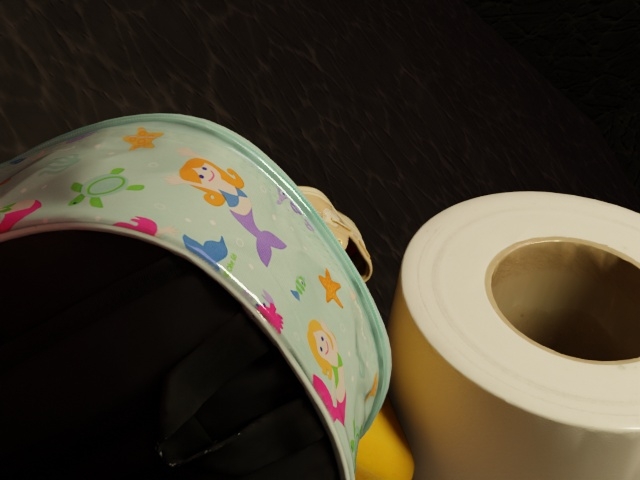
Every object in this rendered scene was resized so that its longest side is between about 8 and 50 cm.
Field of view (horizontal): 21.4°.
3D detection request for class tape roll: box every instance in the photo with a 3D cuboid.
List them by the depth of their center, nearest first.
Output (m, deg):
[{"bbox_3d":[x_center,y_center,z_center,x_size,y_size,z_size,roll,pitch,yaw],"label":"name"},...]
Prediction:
[{"bbox_3d":[0.159,0.102,1.159,0.246,0.169,0.246,7,37,-5],"label":"tape roll"}]

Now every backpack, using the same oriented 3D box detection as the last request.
[{"bbox_3d":[-0.097,0.060,0.763,0.225,0.253,0.191,56,33,-20],"label":"backpack"}]

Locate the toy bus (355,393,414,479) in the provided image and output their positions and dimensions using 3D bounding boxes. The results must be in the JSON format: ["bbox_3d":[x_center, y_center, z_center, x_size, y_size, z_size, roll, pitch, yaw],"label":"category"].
[{"bbox_3d":[-0.095,0.084,1.004,0.333,0.130,0.108,36,24,-43],"label":"toy bus"}]

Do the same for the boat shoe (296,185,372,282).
[{"bbox_3d":[0.000,0.000,1.510,0.059,0.063,0.170,56,16,28],"label":"boat shoe"}]
